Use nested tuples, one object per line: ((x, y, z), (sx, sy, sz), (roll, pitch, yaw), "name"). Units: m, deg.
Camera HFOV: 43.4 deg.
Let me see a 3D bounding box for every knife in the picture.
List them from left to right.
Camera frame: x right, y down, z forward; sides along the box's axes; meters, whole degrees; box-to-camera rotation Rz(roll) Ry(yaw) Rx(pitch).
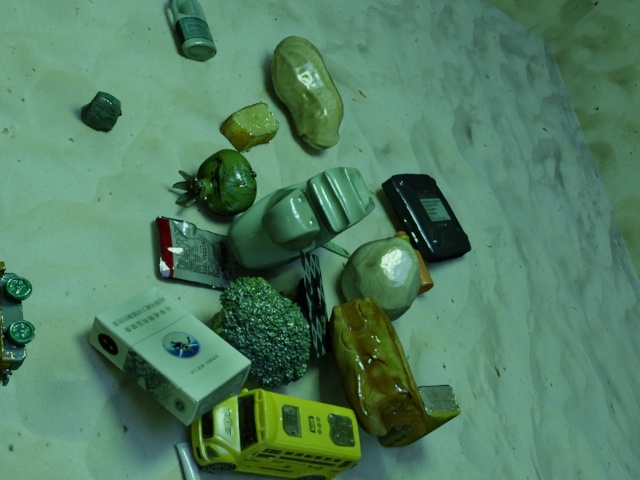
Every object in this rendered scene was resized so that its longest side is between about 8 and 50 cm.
((0.000, 0.000, 2.067), (0.207, 0.014, 0.030), (27, 42, -30), "knife")

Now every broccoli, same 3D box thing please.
((-0.118, 0.197, 1.664), (0.176, 0.198, 0.226), (37, -8, 38), "broccoli")

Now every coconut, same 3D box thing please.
((0.152, 0.095, 2.005), (0.224, 0.224, 0.224), (27, 44, -29), "coconut")

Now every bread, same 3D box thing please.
((-0.175, -0.298, 2.090), (0.103, 0.065, 0.187), (51, 36, 8), "bread")
((0.112, 0.284, 1.773), (0.195, 0.149, 0.344), (56, 10, -36), "bread")

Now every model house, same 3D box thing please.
((-0.468, -0.287, 1.755), (0.079, 0.083, 0.066), (21, 46, -33), "model house")

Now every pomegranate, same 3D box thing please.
((-0.236, -0.129, 1.835), (0.191, 0.131, 0.152), (-7, 69, -40), "pomegranate")

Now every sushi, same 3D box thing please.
((-0.029, 0.145, 1.807), (0.219, 0.047, 0.231), (21, 60, -79), "sushi")

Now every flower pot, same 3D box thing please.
((-0.054, -0.048, 1.834), (0.367, 0.254, 0.164), (-27, 90, -55), "flower pot")

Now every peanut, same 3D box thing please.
((-0.031, -0.415, 2.253), (0.340, 0.158, 0.174), (60, 17, 4), "peanut")

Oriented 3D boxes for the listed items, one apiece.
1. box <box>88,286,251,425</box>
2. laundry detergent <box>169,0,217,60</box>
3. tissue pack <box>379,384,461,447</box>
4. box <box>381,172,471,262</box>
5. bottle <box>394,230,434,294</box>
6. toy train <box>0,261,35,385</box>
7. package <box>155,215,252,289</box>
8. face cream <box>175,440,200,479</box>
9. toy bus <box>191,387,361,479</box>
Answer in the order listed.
((-0.278, 0.207, 1.492), (0.256, 0.069, 0.164), (35, 34, 18), "box")
((-0.346, -0.585, 2.131), (0.099, 0.070, 0.225), (-1, 62, -39), "laundry detergent")
((0.222, 0.404, 1.847), (0.120, 0.169, 0.082), (8, 50, -43), "tissue pack")
((0.320, -0.071, 2.388), (0.290, 0.073, 0.289), (-5, 63, -57), "box")
((0.252, 0.057, 2.238), (0.069, 0.069, 0.187), (9, 51, -42), "bottle")
((-0.551, 0.134, 1.329), (0.136, 0.091, 0.227), (1, 60, -34), "toy train")
((-0.253, 0.032, 1.763), (0.239, 0.030, 0.154), (18, 47, -42), "package")
((-0.238, 0.423, 1.476), (0.038, 0.020, 0.115), (7, 53, -42), "face cream")
((-0.084, 0.376, 1.566), (0.330, 0.152, 0.144), (20, 49, -35), "toy bus")
